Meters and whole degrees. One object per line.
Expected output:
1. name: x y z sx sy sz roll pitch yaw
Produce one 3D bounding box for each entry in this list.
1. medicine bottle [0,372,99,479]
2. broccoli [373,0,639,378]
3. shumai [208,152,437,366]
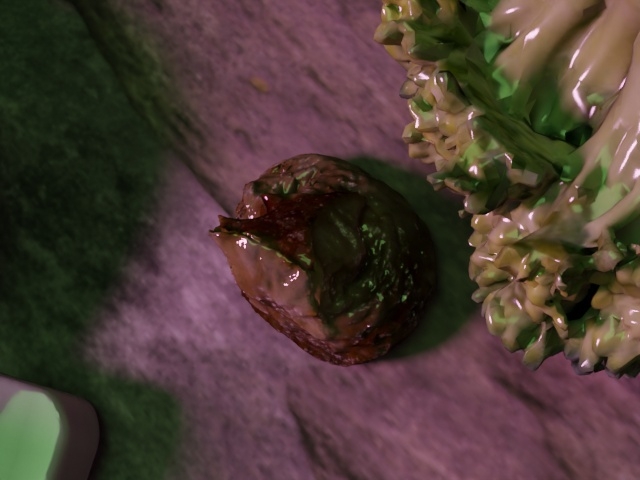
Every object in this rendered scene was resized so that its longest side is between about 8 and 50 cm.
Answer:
1. medicine bottle: -0.221 0.177 0.617 0.119 0.069 0.183 11 75 18
2. broccoli: 0.183 -0.132 0.503 0.277 0.317 0.338 34 52 21
3. shumai: 0.006 0.009 0.601 0.123 0.105 0.139 -37 91 -2
